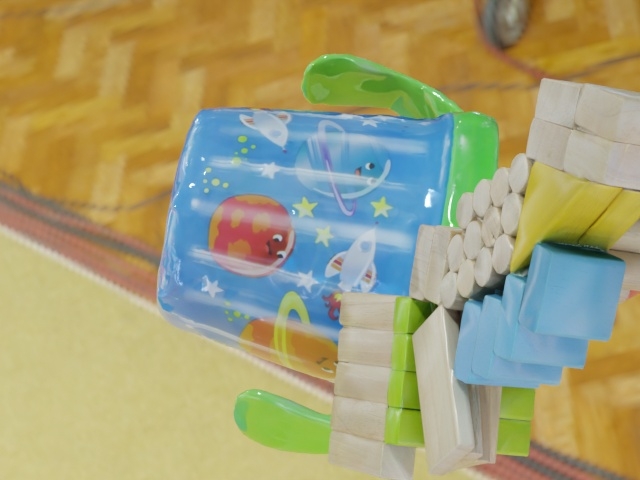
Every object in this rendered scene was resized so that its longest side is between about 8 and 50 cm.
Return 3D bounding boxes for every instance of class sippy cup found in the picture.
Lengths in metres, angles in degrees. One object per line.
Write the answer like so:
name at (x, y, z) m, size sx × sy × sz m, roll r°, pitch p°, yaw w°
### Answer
sippy cup at (0.000, 0.000, 1.346) m, size 0.224 × 0.240 × 0.305 m, roll 12°, pitch 16°, yaw -1°

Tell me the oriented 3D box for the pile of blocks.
pile of blocks at (0.120, 0.042, 0.966) m, size 0.113 × 0.362 × 0.149 m, roll 7°, pitch 62°, yaw -20°
